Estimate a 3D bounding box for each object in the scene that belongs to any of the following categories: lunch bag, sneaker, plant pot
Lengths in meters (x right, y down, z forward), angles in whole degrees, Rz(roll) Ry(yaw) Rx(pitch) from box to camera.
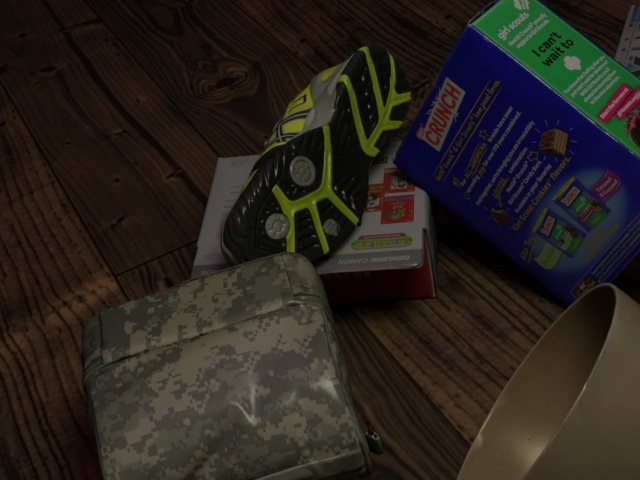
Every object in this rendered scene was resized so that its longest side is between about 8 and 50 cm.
[{"bbox_3d":[-0.107,0.190,1.213,0.305,0.212,0.256,-16,37,-3],"label":"lunch bag"},{"bbox_3d":[-0.016,-0.092,1.431,0.147,0.145,0.384,-17,30,49],"label":"sneaker"},{"bbox_3d":[0.281,0.212,1.069,0.191,0.284,0.284,34,48,1],"label":"plant pot"}]

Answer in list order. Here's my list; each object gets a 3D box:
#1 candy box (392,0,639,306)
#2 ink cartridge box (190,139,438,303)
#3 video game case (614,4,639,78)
[{"bbox_3d":[0.277,-0.105,1.342,0.317,0.268,0.122,40,54,10],"label":"candy box"},{"bbox_3d":[0.000,0.000,1.495,0.310,0.130,0.271,-4,40,11],"label":"ink cartridge box"},{"bbox_3d":[0.626,-0.287,1.762,0.300,0.036,0.329,6,41,22],"label":"video game case"}]
